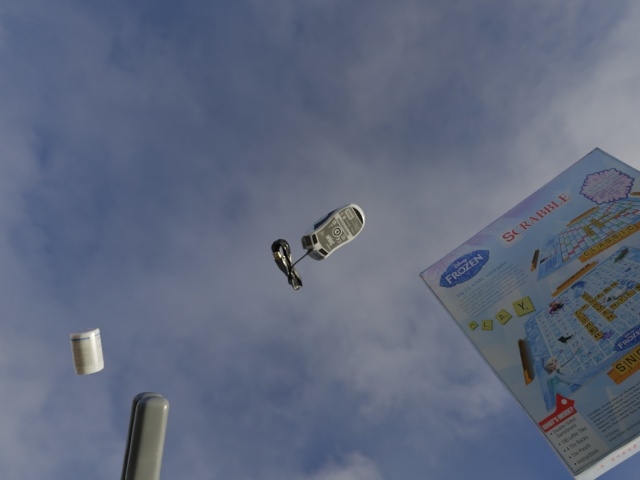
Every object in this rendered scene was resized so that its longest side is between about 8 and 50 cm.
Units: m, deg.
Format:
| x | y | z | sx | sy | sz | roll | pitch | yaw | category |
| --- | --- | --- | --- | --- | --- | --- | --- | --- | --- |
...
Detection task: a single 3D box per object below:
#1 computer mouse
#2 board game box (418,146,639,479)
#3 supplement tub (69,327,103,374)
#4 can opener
| x | y | z | sx | sy | sz | roll | pitch | yaw | category |
| --- | --- | --- | --- | --- | --- | --- | --- | --- | --- |
| 0.000 | 0.000 | 0.854 | 0.193 | 0.042 | 0.106 | -36 | -67 | -9 | computer mouse |
| 0.339 | 0.066 | 0.565 | 0.318 | 0.318 | 0.066 | -36 | -48 | 6 | board game box |
| -0.611 | 0.288 | 1.177 | 0.070 | 0.071 | 0.107 | -5 | -87 | 8 | supplement tub |
| -0.280 | 0.361 | 0.623 | 0.095 | 0.076 | 0.284 | 11 | -102 | -30 | can opener |
